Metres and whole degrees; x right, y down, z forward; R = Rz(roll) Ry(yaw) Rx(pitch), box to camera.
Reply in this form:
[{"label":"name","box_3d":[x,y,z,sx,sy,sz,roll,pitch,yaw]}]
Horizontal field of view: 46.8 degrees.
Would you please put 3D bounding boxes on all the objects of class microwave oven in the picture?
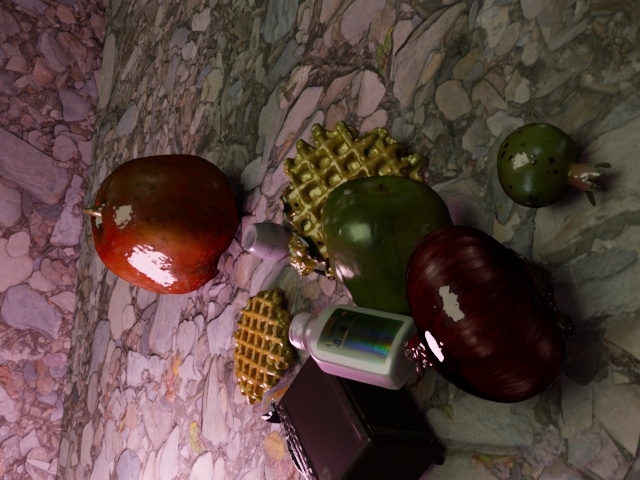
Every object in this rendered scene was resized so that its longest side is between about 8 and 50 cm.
[{"label":"microwave oven","box_3d":[0.059,0.329,1.286,0.188,0.178,0.247,-61,36,22]}]

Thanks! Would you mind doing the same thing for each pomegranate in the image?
[{"label":"pomegranate","box_3d":[0.340,-0.108,1.091,0.129,0.159,0.129,9,-90,-79]}]

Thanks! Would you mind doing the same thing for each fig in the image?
[{"label":"fig","box_3d":[0.136,0.029,1.278,0.233,0.314,0.233,-18,43,18]}]

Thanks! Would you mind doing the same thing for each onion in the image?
[{"label":"onion","box_3d":[0.205,0.120,1.062,0.285,0.273,0.273,-36,48,17]}]

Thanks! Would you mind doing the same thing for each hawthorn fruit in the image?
[{"label":"hawthorn fruit","box_3d":[-0.436,-0.049,1.967,0.403,0.403,0.402,-24,60,50]}]

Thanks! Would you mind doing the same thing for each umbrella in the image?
[{"label":"umbrella","box_3d":[0.012,0.074,1.592,0.149,0.022,0.022,4,106,63]}]

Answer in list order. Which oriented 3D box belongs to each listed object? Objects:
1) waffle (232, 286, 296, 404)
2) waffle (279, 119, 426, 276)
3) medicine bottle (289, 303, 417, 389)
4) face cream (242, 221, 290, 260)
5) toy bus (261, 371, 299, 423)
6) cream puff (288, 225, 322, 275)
[{"label":"waffle","box_3d":[-0.139,0.245,1.729,0.245,0.052,0.254,-48,44,38]},{"label":"waffle","box_3d":[0.048,-0.085,1.434,0.312,0.060,0.307,24,86,28]},{"label":"medicine bottle","box_3d":[0.051,0.166,1.213,0.219,0.078,0.115,8,57,34]},{"label":"face cream","box_3d":[-0.128,0.001,1.750,0.091,0.095,0.091,-23,61,50]},{"label":"toy bus","box_3d":[-0.063,0.333,1.579,0.172,0.057,0.072,-38,44,43]},{"label":"cream puff","box_3d":[-0.001,0.000,1.527,0.156,0.156,0.121,-9,103,55]}]
